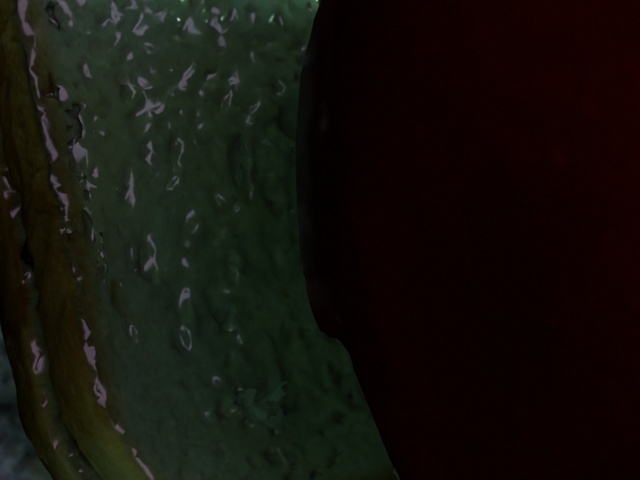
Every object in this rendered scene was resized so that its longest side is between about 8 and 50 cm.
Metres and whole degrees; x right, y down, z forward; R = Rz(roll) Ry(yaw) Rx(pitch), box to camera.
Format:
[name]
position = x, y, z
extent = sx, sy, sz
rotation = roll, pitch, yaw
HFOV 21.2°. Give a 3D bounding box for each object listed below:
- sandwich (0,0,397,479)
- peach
[sandwich]
position = 0.001, 0.000, 0.689
extent = 0.273, 0.095, 0.249
rotation = -8, 78, -30
[peach]
position = 0.150, -0.021, 0.528
extent = 0.310, 0.406, 0.335
rotation = 9, 80, 6
